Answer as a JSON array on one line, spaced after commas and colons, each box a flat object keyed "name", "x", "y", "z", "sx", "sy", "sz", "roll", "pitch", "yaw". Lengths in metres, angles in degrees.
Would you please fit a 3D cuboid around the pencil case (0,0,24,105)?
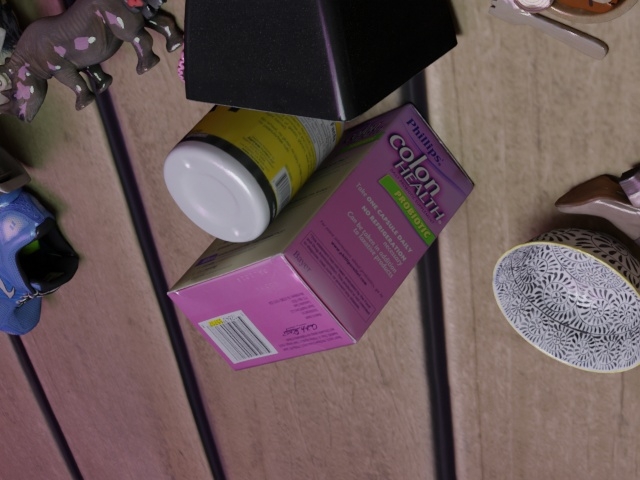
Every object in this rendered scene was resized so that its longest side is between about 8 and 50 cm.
[{"name": "pencil case", "x": -0.466, "y": -0.336, "z": 1.382, "sx": 0.183, "sy": 0.160, "sz": 0.410, "roll": 17, "pitch": 141, "yaw": 41}]

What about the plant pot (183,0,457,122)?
[{"name": "plant pot", "x": -0.009, "y": -0.225, "z": 1.076, "sx": 0.188, "sy": 0.187, "sz": 0.167, "roll": 13, "pitch": 126, "yaw": 34}]

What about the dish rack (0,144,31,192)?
[{"name": "dish rack", "x": -0.533, "y": -0.166, "z": 1.592, "sx": 0.333, "sy": 0.072, "sz": 0.285, "roll": 44, "pitch": -179, "yaw": -9}]

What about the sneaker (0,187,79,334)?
[{"name": "sneaker", "x": -0.450, "y": 0.052, "z": 1.843, "sx": 0.147, "sy": 0.130, "sz": 0.330, "roll": 33, "pitch": 145, "yaw": 14}]

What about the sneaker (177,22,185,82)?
[{"name": "sneaker", "x": -0.119, "y": -0.204, "z": 1.318, "sx": 0.057, "sy": 0.047, "sz": 0.119, "roll": 22, "pitch": 145, "yaw": 5}]

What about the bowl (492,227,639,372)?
[{"name": "bowl", "x": 0.262, "y": 0.042, "z": 1.202, "sx": 0.170, "sy": 0.080, "sz": 0.170, "roll": 25, "pitch": 144, "yaw": 20}]

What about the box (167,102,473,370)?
[{"name": "box", "x": 0.000, "y": 0.000, "z": 1.254, "sx": 0.117, "sy": 0.243, "sz": 0.213, "roll": 50, "pitch": 144, "yaw": -16}]

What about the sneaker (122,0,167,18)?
[{"name": "sneaker", "x": -0.154, "y": -0.328, "z": 1.156, "sx": 0.135, "sy": 0.098, "sz": 0.276, "roll": 38, "pitch": 144, "yaw": 1}]

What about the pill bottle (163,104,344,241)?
[{"name": "pill bottle", "x": -0.050, "y": -0.106, "z": 1.211, "sx": 0.119, "sy": 0.208, "sz": 0.119, "roll": 25, "pitch": 143, "yaw": 20}]

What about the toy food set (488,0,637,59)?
[{"name": "toy food set", "x": 0.199, "y": -0.226, "z": 0.990, "sx": 0.132, "sy": 0.038, "sz": 0.192, "roll": 28, "pitch": 144, "yaw": 16}]

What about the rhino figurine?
[{"name": "rhino figurine", "x": -0.277, "y": -0.205, "z": 1.359, "sx": 0.243, "sy": 0.073, "sz": 0.106, "roll": -26, "pitch": 109, "yaw": 20}]

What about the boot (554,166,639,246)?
[{"name": "boot", "x": 0.287, "y": -0.021, "z": 1.141, "sx": 0.087, "sy": 0.042, "sz": 0.118, "roll": 48, "pitch": 146, "yaw": -16}]
